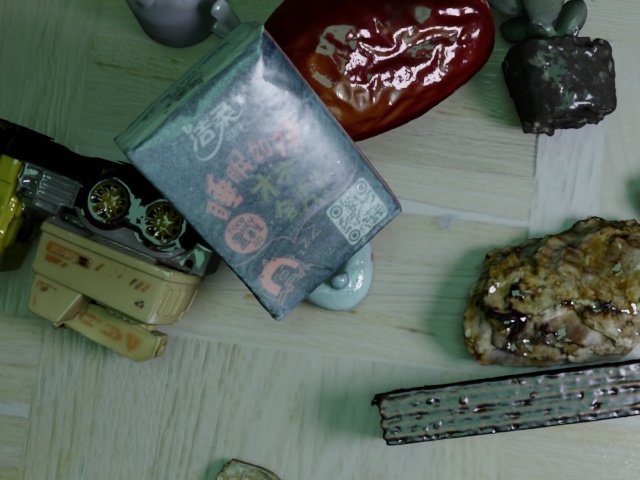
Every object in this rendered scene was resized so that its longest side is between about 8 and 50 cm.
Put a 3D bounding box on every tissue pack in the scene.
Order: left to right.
[{"bbox_3d":[-0.069,-0.081,1.284,0.228,0.103,0.316,-42,119,-4],"label":"tissue pack"}]

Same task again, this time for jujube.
[{"bbox_3d":[0.073,-0.261,1.397,0.318,0.223,0.223,-20,80,-2],"label":"jujube"}]

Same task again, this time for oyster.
[{"bbox_3d":[0.379,0.050,1.366,0.396,0.111,0.204,-9,69,5],"label":"oyster"}]

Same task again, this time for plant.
[{"bbox_3d":[0.312,-0.285,1.417,0.146,0.149,0.275,-15,81,-17],"label":"plant"}]

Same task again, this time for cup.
[{"bbox_3d":[-0.206,-0.346,1.465,0.134,0.142,0.174,-27,80,-1],"label":"cup"}]

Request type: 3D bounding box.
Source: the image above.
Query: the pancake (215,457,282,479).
[{"bbox_3d":[-0.130,0.412,1.393,0.235,0.029,0.212,-18,81,2],"label":"pancake"}]

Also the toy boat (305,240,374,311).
[{"bbox_3d":[0.000,0.000,1.427,0.134,0.079,0.208,-21,78,-2],"label":"toy boat"}]

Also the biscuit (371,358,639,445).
[{"bbox_3d":[0.261,0.212,1.355,0.388,0.107,0.073,-7,82,3],"label":"biscuit"}]

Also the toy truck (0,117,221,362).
[{"bbox_3d":[-0.344,-0.007,1.407,0.405,0.180,0.254,22,91,4],"label":"toy truck"}]
